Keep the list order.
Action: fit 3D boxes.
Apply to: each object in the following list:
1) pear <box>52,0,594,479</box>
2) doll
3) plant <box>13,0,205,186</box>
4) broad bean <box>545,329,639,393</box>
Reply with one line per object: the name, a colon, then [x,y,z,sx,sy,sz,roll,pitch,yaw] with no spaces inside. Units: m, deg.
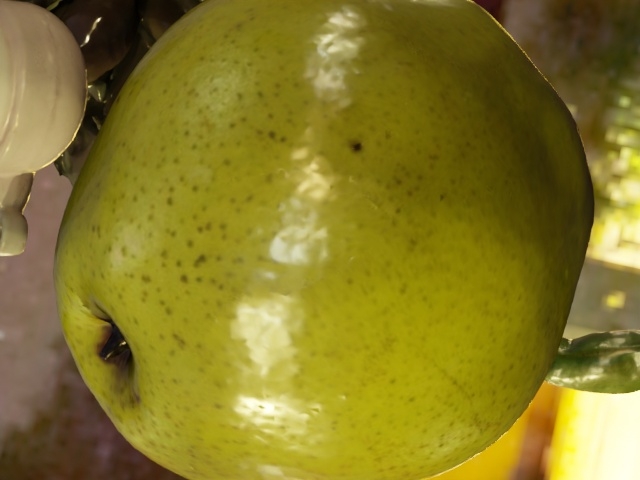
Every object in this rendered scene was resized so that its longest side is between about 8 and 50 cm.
pear: [0.000,0.000,1.052,0.294,0.294,0.294,12,-90,-86]
doll: [-0.228,-0.160,1.182,0.160,0.094,0.365,-35,66,42]
plant: [-0.144,-0.200,1.432,0.320,0.194,0.181,-61,-32,-11]
broad bean: [0.248,0.053,1.188,0.052,0.256,0.053,-38,-65,-74]
